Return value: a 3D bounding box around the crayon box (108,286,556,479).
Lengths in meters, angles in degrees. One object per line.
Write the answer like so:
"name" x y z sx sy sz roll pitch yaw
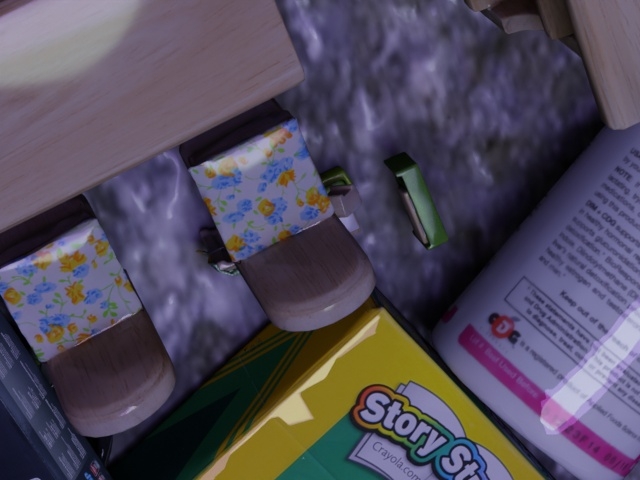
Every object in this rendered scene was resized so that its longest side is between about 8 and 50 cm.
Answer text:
"crayon box" 0.026 0.248 1.234 0.313 0.106 0.363 -42 114 1

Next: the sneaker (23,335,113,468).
"sneaker" -0.159 0.082 1.147 0.067 0.078 0.188 -7 109 -12

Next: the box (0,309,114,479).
"box" -0.246 0.121 1.113 0.175 0.051 0.220 -19 114 25

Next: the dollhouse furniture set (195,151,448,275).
"dollhouse furniture set" 0.000 0.000 1.161 0.152 0.076 0.058 -25 111 -6

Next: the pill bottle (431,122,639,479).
"pill bottle" 0.219 0.009 1.172 0.160 0.160 0.283 38 96 -22

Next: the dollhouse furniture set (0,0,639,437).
"dollhouse furniture set" -0.038 -0.112 0.925 0.394 0.256 0.362 -27 121 -6
